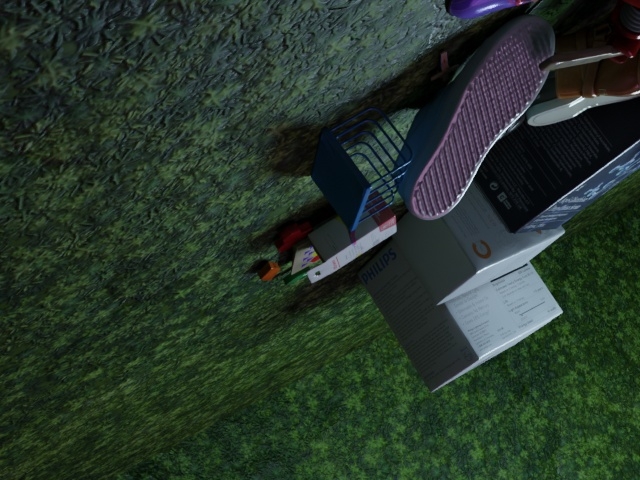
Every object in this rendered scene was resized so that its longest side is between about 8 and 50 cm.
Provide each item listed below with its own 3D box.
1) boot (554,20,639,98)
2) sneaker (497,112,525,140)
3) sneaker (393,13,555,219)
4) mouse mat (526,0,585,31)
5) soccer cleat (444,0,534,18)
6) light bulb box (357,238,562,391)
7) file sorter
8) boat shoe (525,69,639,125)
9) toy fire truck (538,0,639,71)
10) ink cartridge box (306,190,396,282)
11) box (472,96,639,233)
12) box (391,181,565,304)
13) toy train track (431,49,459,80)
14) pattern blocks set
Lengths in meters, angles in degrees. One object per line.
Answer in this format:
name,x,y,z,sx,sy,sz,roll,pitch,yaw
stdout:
boot,0.517,-0.355,1.580,0.220,0.283,0.109,-6,148,32
sneaker,0.271,-0.187,1.714,0.227,0.087,0.130,-41,161,20
sneaker,0.224,-0.219,1.498,0.135,0.150,0.366,25,109,-34
mouse mat,0.381,-0.375,1.482,0.152,0.007,0.189,-16,159,-47
soccer cleat,0.308,-0.357,1.173,0.318,0.116,0.108,-31,165,-6
light bulb box,0.353,0.131,2.351,0.358,0.361,0.225,-20,162,-39
file sorter,0.066,-0.115,1.467,0.104,0.118,0.170,-32,166,-16
boat shoe,0.513,-0.296,1.674,0.305,0.091,0.109,-16,164,9
toy fire truck,0.457,-0.345,1.375,0.246,0.158,0.217,-61,171,-13
ink cartridge box,0.045,-0.004,1.766,0.198,0.067,0.115,-33,165,-4
box,0.538,-0.211,1.922,0.395,0.212,0.293,-41,162,27
box,0.371,-0.021,2.182,0.345,0.215,0.168,-19,161,-39
toy train track,0.188,-0.270,1.415,0.048,0.014,0.083,-25,159,0
pattern blocks set,0.000,0.000,1.869,0.285,0.026,0.325,-26,163,-23
